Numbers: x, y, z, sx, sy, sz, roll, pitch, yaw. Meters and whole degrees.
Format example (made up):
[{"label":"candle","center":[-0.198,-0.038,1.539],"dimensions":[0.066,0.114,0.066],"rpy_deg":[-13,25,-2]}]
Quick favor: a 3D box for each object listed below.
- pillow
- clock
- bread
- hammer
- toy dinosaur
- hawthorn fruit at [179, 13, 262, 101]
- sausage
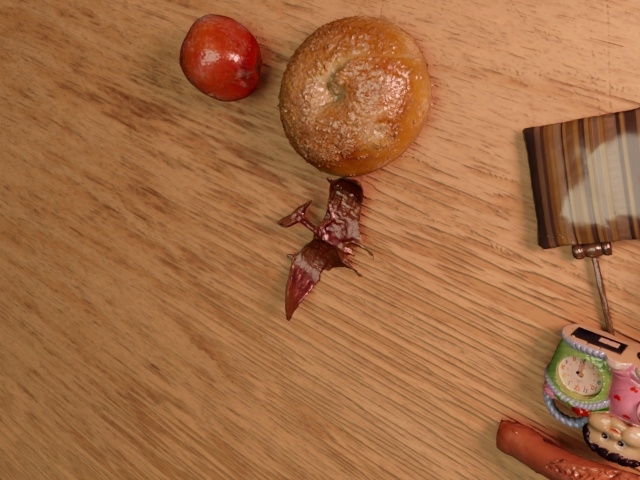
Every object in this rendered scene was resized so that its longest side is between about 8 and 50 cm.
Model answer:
[{"label":"pillow","center":[0.446,-0.098,0.854],"dimensions":[0.212,0.052,0.208],"rpy_deg":[-7,93,34]},{"label":"clock","center":[0.466,0.255,0.875],"dimensions":[0.194,0.100,0.196],"rpy_deg":[21,118,41]},{"label":"bread","center":[0.050,-0.264,0.986],"dimensions":[0.305,0.158,0.306],"rpy_deg":[6,102,30]},{"label":"hammer","center":[0.484,0.142,0.898],"dimensions":[0.058,0.029,0.292],"rpy_deg":[-11,96,32]},{"label":"toy dinosaur","center":[0.009,0.001,1.069],"dimensions":[0.327,0.113,0.207],"rpy_deg":[-31,95,37]},{"label":"hawthorn fruit","center":[-0.201,-0.372,1.106],"dimensions":[0.172,0.173,0.173],"rpy_deg":[6,103,29]},{"label":"sausage","center":[0.420,0.380,0.890],"dimensions":[0.304,0.078,0.078],"rpy_deg":[9,106,59]}]
